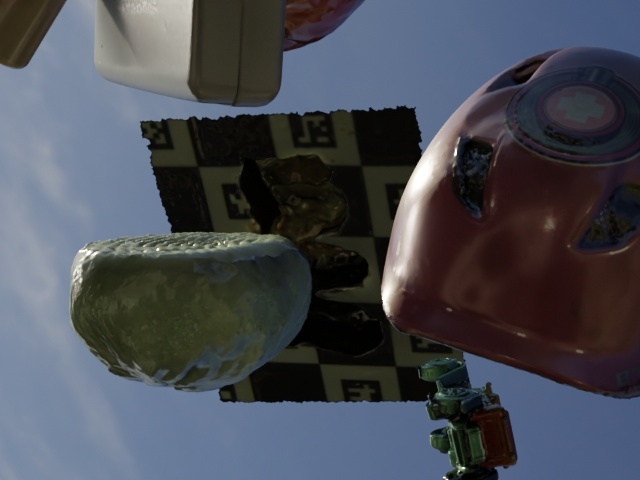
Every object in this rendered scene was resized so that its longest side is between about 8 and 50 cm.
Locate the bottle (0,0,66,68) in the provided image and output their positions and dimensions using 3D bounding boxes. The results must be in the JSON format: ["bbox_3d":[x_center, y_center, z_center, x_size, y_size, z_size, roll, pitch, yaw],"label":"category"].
[{"bbox_3d":[-0.201,-0.169,1.015,0.045,0.045,0.096,44,-73,26],"label":"bottle"}]

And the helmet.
[{"bbox_3d":[0.149,-0.031,0.854,0.198,0.253,0.154,18,-70,15],"label":"helmet"}]

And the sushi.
[{"bbox_3d":[0.000,0.000,1.545,0.296,0.100,0.373,-2,-56,19],"label":"sushi"}]

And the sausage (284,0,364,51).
[{"bbox_3d":[-0.007,-0.256,1.028,0.152,0.279,0.152,14,-34,10],"label":"sausage"}]

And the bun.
[{"bbox_3d":[-0.099,0.055,1.106,0.195,0.195,0.118,3,-86,52],"label":"bun"}]

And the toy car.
[{"bbox_3d":[0.102,0.127,1.023,0.143,0.054,0.073,-88,165,-84],"label":"toy car"}]

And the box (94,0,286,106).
[{"bbox_3d":[-0.086,-0.140,0.887,0.244,0.055,0.103,-156,-112,-67],"label":"box"}]
